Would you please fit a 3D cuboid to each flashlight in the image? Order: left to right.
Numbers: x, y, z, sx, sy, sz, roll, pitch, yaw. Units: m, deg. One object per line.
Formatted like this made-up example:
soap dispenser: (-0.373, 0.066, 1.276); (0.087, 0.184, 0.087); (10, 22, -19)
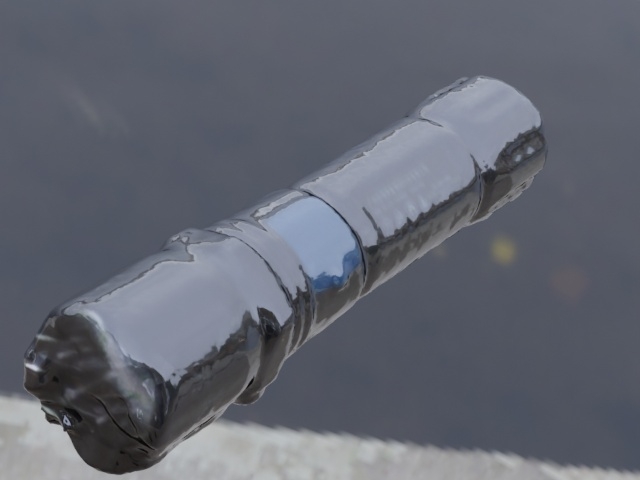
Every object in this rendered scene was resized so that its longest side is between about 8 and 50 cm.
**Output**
flashlight: (0.000, 0.000, 1.091); (0.103, 0.103, 0.424); (37, 40, 17)
